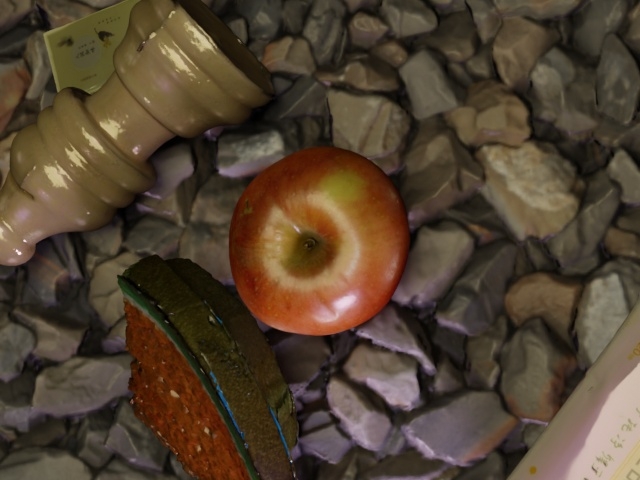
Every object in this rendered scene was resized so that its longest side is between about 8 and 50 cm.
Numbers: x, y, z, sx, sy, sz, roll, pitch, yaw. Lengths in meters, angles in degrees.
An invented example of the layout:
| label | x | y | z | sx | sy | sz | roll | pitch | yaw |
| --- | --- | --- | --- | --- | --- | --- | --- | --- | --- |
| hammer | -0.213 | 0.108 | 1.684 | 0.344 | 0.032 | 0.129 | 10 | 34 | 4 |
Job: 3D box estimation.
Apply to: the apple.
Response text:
| label | x | y | z | sx | sy | sz | roll | pitch | yaw |
| --- | --- | --- | --- | --- | --- | --- | --- | --- | --- |
| apple | 0.000 | 0.000 | 1.313 | 0.163 | 0.139 | 0.163 | 0 | 91 | 11 |

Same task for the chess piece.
| label | x | y | z | sx | sy | sz | roll | pitch | yaw |
| --- | --- | --- | --- | --- | --- | --- | --- | --- | --- |
| chess piece | -0.198 | -0.085 | 1.414 | 0.307 | 0.124 | 0.139 | -42 | 113 | 13 |

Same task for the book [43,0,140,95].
| label | x | y | z | sx | sy | sz | roll | pitch | yaw |
| --- | --- | --- | --- | --- | --- | --- | --- | --- | --- |
| book | -0.208 | -0.182 | 1.476 | 0.111 | 0.014 | 0.077 | -19 | 75 | 16 |

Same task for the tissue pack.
| label | x | y | z | sx | sy | sz | roll | pitch | yaw |
| --- | --- | --- | --- | --- | --- | --- | --- | --- | --- |
| tissue pack | 0.261 | 0.184 | 1.194 | 0.185 | 0.124 | 0.225 | 37 | 95 | 19 |

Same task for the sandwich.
| label | x | y | z | sx | sy | sz | roll | pitch | yaw |
| --- | --- | --- | --- | --- | --- | --- | --- | --- | --- |
| sandwich | -0.088 | 0.131 | 1.334 | 0.235 | 0.079 | 0.159 | 47 | 143 | 18 |
